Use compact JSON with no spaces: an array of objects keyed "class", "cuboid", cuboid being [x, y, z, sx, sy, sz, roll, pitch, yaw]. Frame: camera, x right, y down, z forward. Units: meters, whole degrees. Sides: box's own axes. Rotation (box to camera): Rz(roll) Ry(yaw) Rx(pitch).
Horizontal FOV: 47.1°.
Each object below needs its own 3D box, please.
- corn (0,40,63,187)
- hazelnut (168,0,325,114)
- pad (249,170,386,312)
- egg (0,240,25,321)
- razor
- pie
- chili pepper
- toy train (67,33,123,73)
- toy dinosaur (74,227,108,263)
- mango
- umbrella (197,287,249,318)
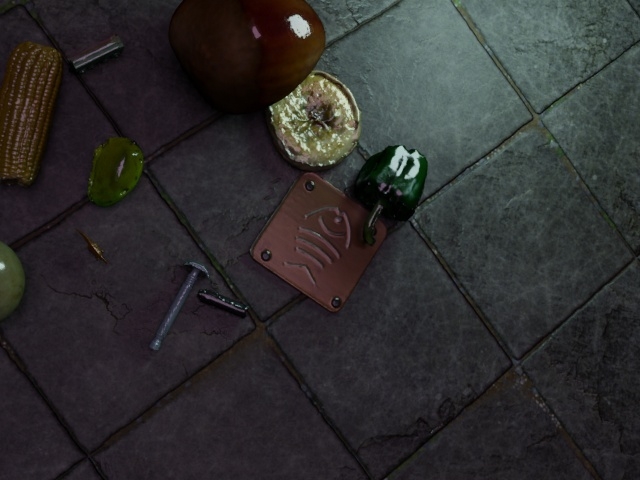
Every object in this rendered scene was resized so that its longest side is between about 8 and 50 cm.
[{"class":"corn","cuboid":[-0.688,-0.292,1.713,0.131,0.131,0.344,9,80,-13]},{"class":"hazelnut","cuboid":[-0.177,-0.478,1.770,0.366,0.366,0.365,2,81,-14]},{"class":"pad","cuboid":[0.000,0.000,1.900,0.286,0.018,0.284,35,75,-8]},{"class":"egg","cuboid":[-0.794,0.094,1.583,0.296,0.218,0.218,-5,83,-6]},{"class":"razor","cuboid":[-0.347,0.156,1.761,0.068,0.106,0.232,30,85,-8]},{"class":"pie","cuboid":[-0.019,-0.315,1.920,0.274,0.055,0.274,2,82,-14]},{"class":"chili pepper","cuboid":[0.177,-0.115,1.885,0.174,0.165,0.261,32,68,-16]},{"class":"toy train","cuboid":[-0.551,-0.452,1.797,0.148,0.071,0.038,-32,91,-16]},{"class":"toy dinosaur","cuboid":[-0.544,0.014,1.749,0.026,0.041,0.113,-40,88,-12]},{"class":"mango","cuboid":[-0.492,-0.162,1.759,0.119,0.100,0.178,22,84,27]},{"class":"umbrella","cuboid":[-0.240,0.153,1.810,0.133,0.031,0.036,24,51,-9]}]
